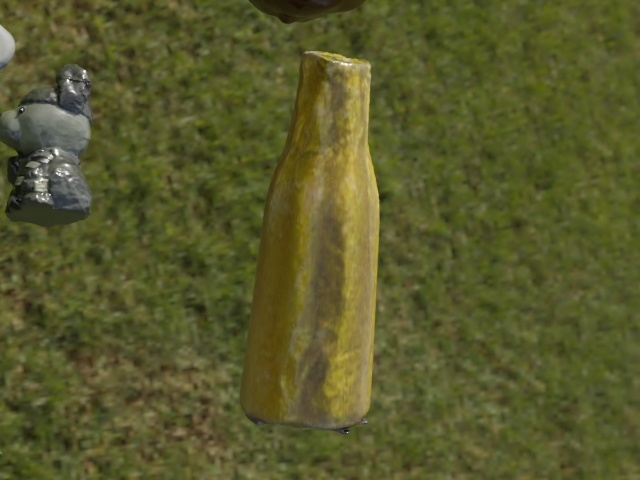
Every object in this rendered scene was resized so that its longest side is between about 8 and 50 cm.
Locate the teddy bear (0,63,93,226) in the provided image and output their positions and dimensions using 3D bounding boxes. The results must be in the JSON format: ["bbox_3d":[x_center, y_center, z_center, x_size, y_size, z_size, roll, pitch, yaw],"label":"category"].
[{"bbox_3d":[-0.419,-0.129,2.083,0.144,0.171,0.251,3,63,-15],"label":"teddy bear"}]

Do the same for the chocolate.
[{"bbox_3d":[0.000,0.000,0.810,0.086,0.086,0.219,-13,112,-56],"label":"chocolate"}]

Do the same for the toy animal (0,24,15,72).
[{"bbox_3d":[-0.473,-0.166,1.418,0.241,0.368,0.196,36,72,-14],"label":"toy animal"}]

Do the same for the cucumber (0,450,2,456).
[{"bbox_3d":[-0.482,0.248,1.466,0.284,0.056,0.056,-11,89,-12],"label":"cucumber"}]

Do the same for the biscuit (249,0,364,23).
[{"bbox_3d":[-0.099,-0.337,0.927,0.395,0.166,0.342,48,10,-26],"label":"biscuit"}]
